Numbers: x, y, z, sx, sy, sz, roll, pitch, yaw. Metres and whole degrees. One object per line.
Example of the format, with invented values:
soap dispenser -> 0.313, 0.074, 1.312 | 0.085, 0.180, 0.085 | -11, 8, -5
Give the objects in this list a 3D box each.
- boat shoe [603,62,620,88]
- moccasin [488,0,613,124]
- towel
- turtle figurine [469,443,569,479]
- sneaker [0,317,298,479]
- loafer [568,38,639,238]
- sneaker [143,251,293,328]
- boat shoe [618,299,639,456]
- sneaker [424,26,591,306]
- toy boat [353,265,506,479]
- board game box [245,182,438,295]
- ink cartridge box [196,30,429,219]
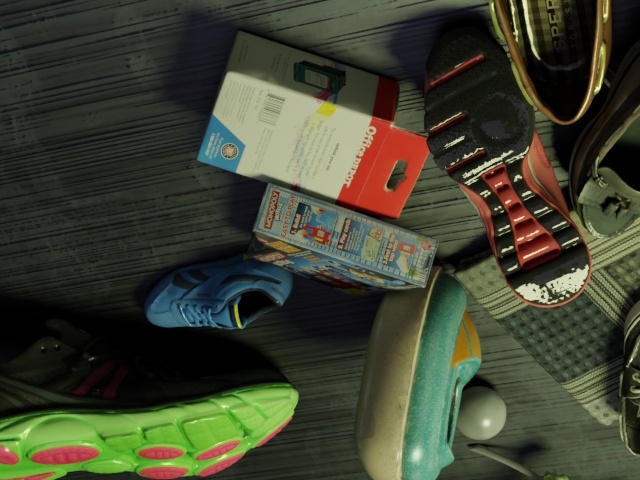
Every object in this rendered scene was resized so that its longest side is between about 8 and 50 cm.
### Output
boat shoe -> 0.346, -0.157, 1.713 | 0.125, 0.046, 0.038 | 26, 131, -18
moccasin -> 0.201, -0.277, 1.559 | 0.139, 0.147, 0.380 | -2, 132, 11
towel -> 0.368, 0.058, 1.912 | 0.324, 0.056, 0.312 | -29, 119, 33
turtle figurine -> 0.325, 0.368, 2.157 | 0.266, 0.274, 0.197 | -4, 111, -13
sneaker -> -0.262, 0.184, 2.033 | 0.483, 0.202, 0.185 | -1, 149, -13
loafer -> 0.316, -0.089, 1.691 | 0.096, 0.084, 0.267 | 6, 136, -6
sneaker -> -0.129, 0.073, 1.978 | 0.209, 0.082, 0.069 | -17, 129, 25
boat shoe -> 0.385, 0.160, 1.911 | 0.078, 0.070, 0.219 | 5, 131, 9
sneaker -> 0.186, -0.081, 1.765 | 0.116, 0.136, 0.313 | -22, 105, 6
toy boat -> 0.137, 0.175, 1.948 | 0.148, 0.267, 0.318 | 8, 166, 12
board game box -> 0.000, 0.000, 1.852 | 0.194, 0.060, 0.194 | 22, 167, -21
ink cartridge box -> -0.003, -0.121, 1.782 | 0.231, 0.078, 0.134 | 18, 133, -7
